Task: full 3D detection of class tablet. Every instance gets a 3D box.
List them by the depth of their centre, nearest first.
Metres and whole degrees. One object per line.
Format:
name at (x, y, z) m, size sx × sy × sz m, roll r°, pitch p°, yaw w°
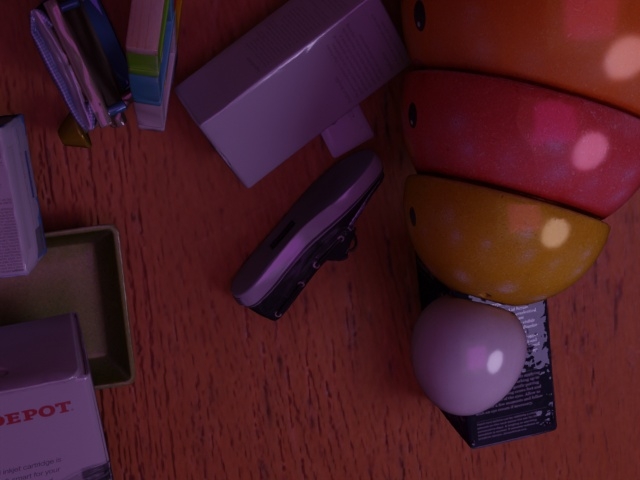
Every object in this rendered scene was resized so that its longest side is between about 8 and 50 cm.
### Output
tablet at (0.020, -0.140, 1.496) m, size 0.054 × 0.006 × 0.083 m, roll -29°, pitch 110°, yaw -4°

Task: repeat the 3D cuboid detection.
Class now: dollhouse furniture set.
dollhouse furniture set at (-0.315, -0.192, 1.258) m, size 0.198 × 0.286 × 0.303 m, roll -23°, pitch 107°, yaw 2°

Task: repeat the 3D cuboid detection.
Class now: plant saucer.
plant saucer at (-0.307, 0.077, 1.456) m, size 0.188 × 0.045 × 0.188 m, roll -8°, pitch 108°, yaw -12°

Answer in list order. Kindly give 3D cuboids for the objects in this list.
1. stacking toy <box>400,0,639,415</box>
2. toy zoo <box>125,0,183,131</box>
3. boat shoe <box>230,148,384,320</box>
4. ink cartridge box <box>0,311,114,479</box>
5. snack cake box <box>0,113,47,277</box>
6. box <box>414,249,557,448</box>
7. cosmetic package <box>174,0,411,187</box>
stacking toy at (0.193, -0.058, 1.332) m, size 0.351 × 0.350 × 0.479 m, roll 16°, pitch 87°, yaw -17°
toy zoo at (-0.156, -0.225, 1.292) m, size 0.030 × 0.293 × 0.192 m, roll 7°, pitch 79°, yaw -4°
boat shoe at (0.000, 0.000, 1.494) m, size 0.076 × 0.080 × 0.228 m, roll 40°, pitch 94°, yaw -26°
ink cartridge box at (-0.336, 0.250, 1.418) m, size 0.223 × 0.129 × 0.307 m, roll -11°, pitch 122°, yaw -10°
snack cake box at (-0.423, -0.033, 1.336) m, size 0.264 × 0.089 × 0.152 m, roll -6°, pitch 105°, yaw 4°
box at (0.189, 0.109, 1.530) m, size 0.108 × 0.153 × 0.207 m, roll -11°, pitch 107°, yaw -10°
cosmetic package at (-0.028, -0.176, 1.414) m, size 0.231 × 0.085 × 0.117 m, roll -36°, pitch 136°, yaw -1°
